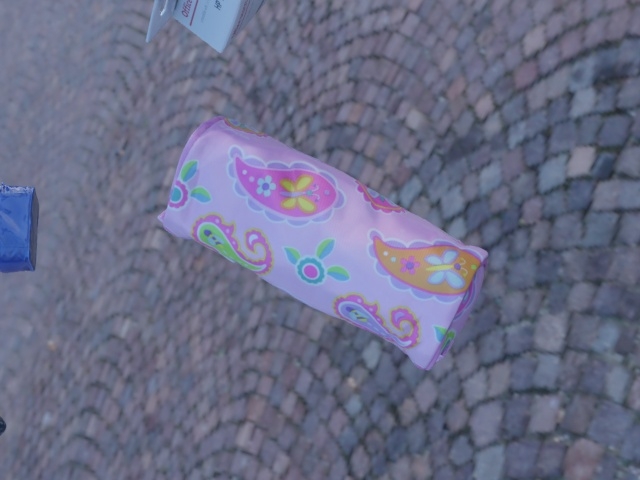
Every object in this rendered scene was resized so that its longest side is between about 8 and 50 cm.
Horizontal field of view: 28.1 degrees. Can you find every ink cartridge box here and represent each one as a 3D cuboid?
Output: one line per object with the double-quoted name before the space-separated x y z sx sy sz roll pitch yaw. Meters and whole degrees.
"ink cartridge box" -0.071 -0.236 1.111 0.180 0.060 0.104 -53 0 -22

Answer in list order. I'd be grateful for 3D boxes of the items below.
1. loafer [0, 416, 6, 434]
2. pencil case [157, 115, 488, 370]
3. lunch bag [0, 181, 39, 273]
"loafer" -0.443 0.211 1.426 0.223 0.078 0.076 -8 72 36
"pencil case" 0.000 0.000 1.099 0.124 0.284 0.124 -61 -7 -14
"lunch bag" -0.339 -0.016 1.374 0.067 0.065 0.098 105 165 -67
